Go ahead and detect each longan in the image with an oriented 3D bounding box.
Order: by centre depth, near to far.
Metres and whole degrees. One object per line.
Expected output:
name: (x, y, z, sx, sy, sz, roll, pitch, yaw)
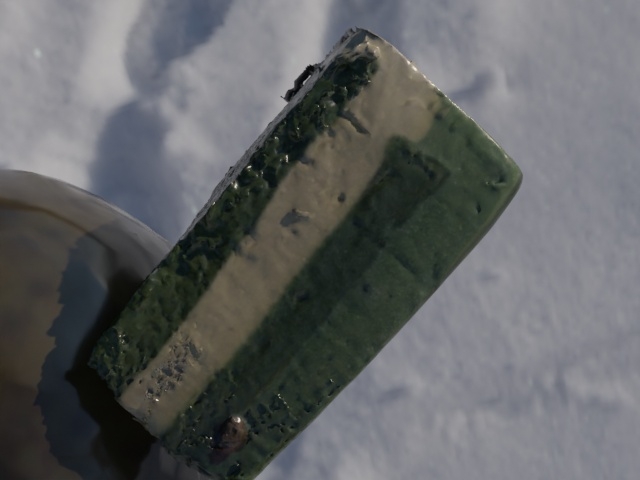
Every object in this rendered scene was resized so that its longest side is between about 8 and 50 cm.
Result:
longan: (-0.244, 0.139, 1.389, 0.391, 0.391, 0.391, -7, 49, 8)

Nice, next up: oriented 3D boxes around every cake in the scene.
cake: (-0.004, 0.004, 1.249, 0.158, 0.172, 0.283, 42, 53, -4)
